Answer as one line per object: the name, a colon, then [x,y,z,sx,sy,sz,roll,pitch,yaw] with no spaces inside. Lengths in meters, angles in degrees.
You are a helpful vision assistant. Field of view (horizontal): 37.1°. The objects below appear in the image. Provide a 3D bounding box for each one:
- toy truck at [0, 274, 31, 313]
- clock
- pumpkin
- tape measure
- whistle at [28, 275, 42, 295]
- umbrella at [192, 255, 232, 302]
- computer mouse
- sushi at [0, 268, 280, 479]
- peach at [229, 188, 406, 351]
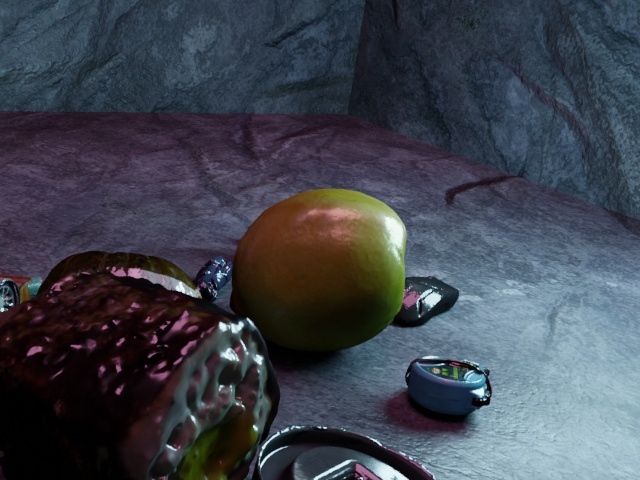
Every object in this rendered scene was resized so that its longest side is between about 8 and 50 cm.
toy truck: [-0.513,0.187,1.174,0.174,0.206,0.387,4,23,16]
clock: [0.045,0.329,1.166,0.281,0.055,0.280,20,19,-7]
pumpkin: [-0.307,0.132,1.432,0.260,0.260,0.189,7,54,-5]
tape measure: [0.212,0.238,1.582,0.146,0.080,0.125,10,14,6]
whistle: [-0.585,0.095,1.708,0.039,0.039,0.186,23,22,38]
umbrella: [-0.229,0.088,1.861,0.071,0.070,0.248,12,19,9]
computer mouse: [0.203,0.113,1.985,0.122,0.073,0.217,17,18,26]
sushi: [-0.226,0.196,1.167,0.294,0.281,0.299,13,24,32]
peach: [0.005,0.060,1.705,0.316,0.314,0.281,2,34,-13]
